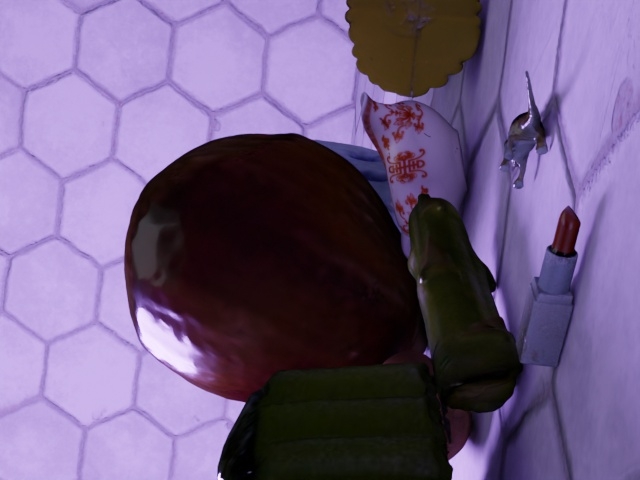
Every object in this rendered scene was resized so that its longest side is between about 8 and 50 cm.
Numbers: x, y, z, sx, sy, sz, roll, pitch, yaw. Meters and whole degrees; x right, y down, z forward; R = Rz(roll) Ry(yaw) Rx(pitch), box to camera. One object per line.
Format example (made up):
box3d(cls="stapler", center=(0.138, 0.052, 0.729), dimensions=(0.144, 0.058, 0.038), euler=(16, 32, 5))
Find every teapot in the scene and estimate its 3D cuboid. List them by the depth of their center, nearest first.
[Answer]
box3d(cls="teapot", center=(0.114, -0.070, 1.413), dimensions=(0.159, 0.116, 0.245), euler=(-110, 8, -60))

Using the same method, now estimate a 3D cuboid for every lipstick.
box3d(cls="lipstick", center=(0.174, 0.032, 0.910), dimensions=(0.030, 0.030, 0.129), euler=(-89, 6, -61))

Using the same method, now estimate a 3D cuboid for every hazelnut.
box3d(cls="hazelnut", center=(-0.053, 0.049, 1.563), dimensions=(0.352, 0.421, 0.421), euler=(-51, -2, -9))

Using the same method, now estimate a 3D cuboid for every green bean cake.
box3d(cls="green bean cake", center=(0.018, 0.306, 1.058), dimensions=(0.319, 0.218, 0.335), euler=(-83, -11, -63))

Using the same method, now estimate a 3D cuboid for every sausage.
box3d(cls="sausage", center=(0.106, 0.175, 1.315), dimensions=(0.289, 0.086, 0.086), euler=(-113, 30, -86))

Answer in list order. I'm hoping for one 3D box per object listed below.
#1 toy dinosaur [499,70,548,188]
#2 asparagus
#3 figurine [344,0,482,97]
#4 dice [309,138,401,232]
box3d(cls="toy dinosaur", center=(0.176, -0.085, 1.064), dimensions=(0.180, 0.037, 0.058), euler=(105, 167, -72))
box3d(cls="asparagus", center=(0.127, 0.056, 1.152), dimensions=(0.082, 0.085, 0.343), euler=(-38, 24, 14))
box3d(cls="figurine", center=(0.127, -0.269, 1.579), dimensions=(0.315, 0.168, 0.187), euler=(-11, -99, -83))
box3d(cls="dice", center=(0.000, 0.000, 1.907), dimensions=(0.262, 0.265, 0.268), euler=(-92, 9, -71))
